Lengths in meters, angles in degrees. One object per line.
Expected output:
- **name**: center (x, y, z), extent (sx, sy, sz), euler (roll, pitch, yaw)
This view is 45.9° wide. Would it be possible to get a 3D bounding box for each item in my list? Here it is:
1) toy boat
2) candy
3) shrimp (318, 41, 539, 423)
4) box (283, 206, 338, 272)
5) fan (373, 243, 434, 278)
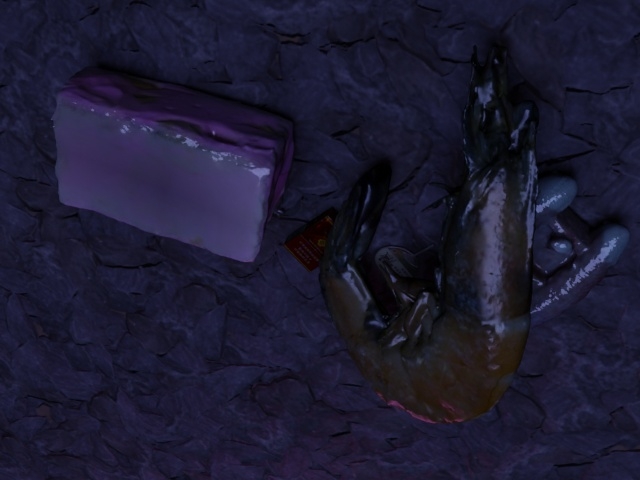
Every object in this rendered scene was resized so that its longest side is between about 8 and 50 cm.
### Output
- **toy boat**: center (0.228, 0.033, 0.855), extent (0.155, 0.085, 0.227), euler (39, 126, -12)
- **candy**: center (-0.168, -0.093, 0.877), extent (0.265, 0.116, 0.155), euler (18, 130, 7)
- **shrimp**: center (0.119, 0.000, 0.829), extent (0.272, 0.085, 0.445), euler (26, 122, 31)
- **box**: center (0.000, 0.000, 0.942), extent (0.082, 0.023, 0.051), euler (-33, 110, 33)
- **fan**: center (0.098, 0.022, 0.939), extent (0.060, 0.003, 0.080), euler (24, 128, -1)
